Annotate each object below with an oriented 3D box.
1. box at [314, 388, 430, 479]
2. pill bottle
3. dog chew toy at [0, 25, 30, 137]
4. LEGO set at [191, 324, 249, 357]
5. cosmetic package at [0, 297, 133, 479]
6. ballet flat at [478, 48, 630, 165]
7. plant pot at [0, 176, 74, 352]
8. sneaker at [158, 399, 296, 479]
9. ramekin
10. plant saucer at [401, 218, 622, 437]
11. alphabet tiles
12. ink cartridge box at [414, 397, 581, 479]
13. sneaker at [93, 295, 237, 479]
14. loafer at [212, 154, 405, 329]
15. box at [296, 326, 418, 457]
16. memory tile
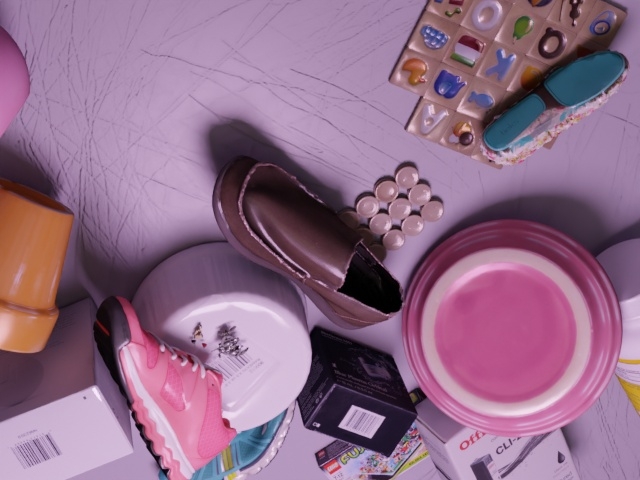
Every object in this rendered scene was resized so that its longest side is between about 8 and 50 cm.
[{"bbox_3d":[0.106,0.349,1.861,0.207,0.036,0.114,-34,119,7],"label":"box"},{"bbox_3d":[0.551,0.162,1.775,0.188,0.188,0.334,-32,120,5],"label":"pill bottle"},{"bbox_3d":[-0.521,-0.228,1.326,0.332,0.206,0.206,34,106,-18],"label":"dog chew toy"},{"bbox_3d":[-0.138,0.146,1.548,0.083,0.023,0.054,1,118,-13],"label":"LEGO set"},{"bbox_3d":[-0.399,0.227,1.573,0.224,0.225,0.138,-21,124,-1],"label":"cosmetic package"},{"bbox_3d":[0.338,-0.189,1.601,0.241,0.091,0.077,-32,150,9],"label":"ballet flat"},{"bbox_3d":[-0.428,0.022,1.486,0.205,0.205,0.188,24,95,-23],"label":"plant pot"},{"bbox_3d":[-0.144,0.324,1.758,0.110,0.107,0.275,41,103,-18],"label":"sneaker"},{"bbox_3d":[-0.144,0.153,1.643,0.277,0.135,0.277,-5,118,-10],"label":"ramekin"},{"bbox_3d":[0.280,0.134,1.656,0.332,0.084,0.332,1,92,16],"label":"plant saucer"},{"bbox_3d":[0.269,-0.276,1.580,0.285,0.011,0.342,18,112,-22],"label":"alphabet tiles"},{"bbox_3d":[0.294,0.346,1.833,0.197,0.114,0.273,-34,120,-13],"label":"ink cartridge box"},{"bbox_3d":[-0.209,0.188,1.526,0.136,0.116,0.314,-29,123,-17],"label":"sneaker"},{"bbox_3d":[0.000,0.000,1.578,0.366,0.130,0.134,39,63,-35],"label":"loafer"},{"bbox_3d":[0.047,0.233,1.715,0.156,0.158,0.093,23,111,-23],"label":"box"},{"bbox_3d":[0.105,-0.038,1.668,0.148,0.012,0.113,-37,119,9],"label":"memory tile"}]
